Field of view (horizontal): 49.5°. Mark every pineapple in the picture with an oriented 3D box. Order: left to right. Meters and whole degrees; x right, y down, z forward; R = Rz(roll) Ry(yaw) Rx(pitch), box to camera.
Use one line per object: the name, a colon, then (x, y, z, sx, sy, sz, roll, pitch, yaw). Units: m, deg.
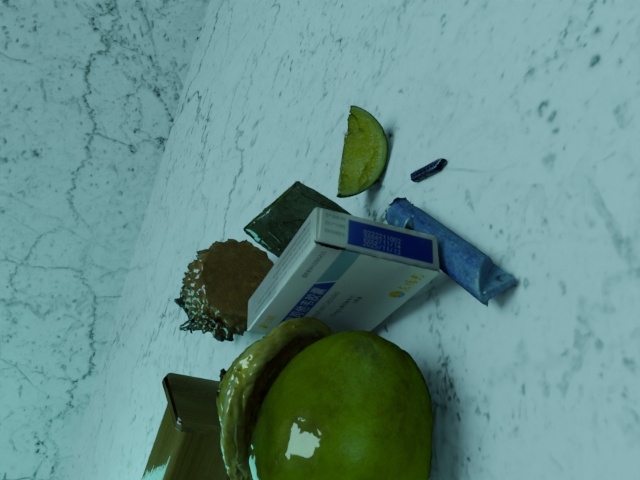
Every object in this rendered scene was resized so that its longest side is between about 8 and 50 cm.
pineapple: (-0.241, 0.147, 1.647, 0.357, 0.223, 0.223, 135, 144, -56)

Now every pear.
pear: (0.032, 0.280, 0.982, 0.269, 0.269, 0.321, -25, 36, 54)

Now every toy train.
toy train: (0.187, -0.121, 1.201, 0.083, 0.017, 0.017, -26, 54, 55)

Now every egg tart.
egg tart: (-0.069, 0.261, 1.137, 0.115, 0.290, 0.290, 17, 88, 44)

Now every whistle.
whistle: (0.189, 0.010, 1.070, 0.062, 0.062, 0.304, -65, 28, 13)

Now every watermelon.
watermelon: (0.077, -0.164, 1.359, 0.075, 0.092, 0.182, 165, 112, -74)

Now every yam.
yam: (0.000, 0.000, 1.270, 0.154, 0.254, 0.154, -50, 13, 16)

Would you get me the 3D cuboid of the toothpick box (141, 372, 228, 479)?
toothpick box: (-0.288, 0.482, 1.538, 0.187, 0.190, 0.308, 47, 119, 58)

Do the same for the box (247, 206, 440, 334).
box: (0.022, 0.077, 1.120, 0.343, 0.200, 0.065, 129, 150, -54)
